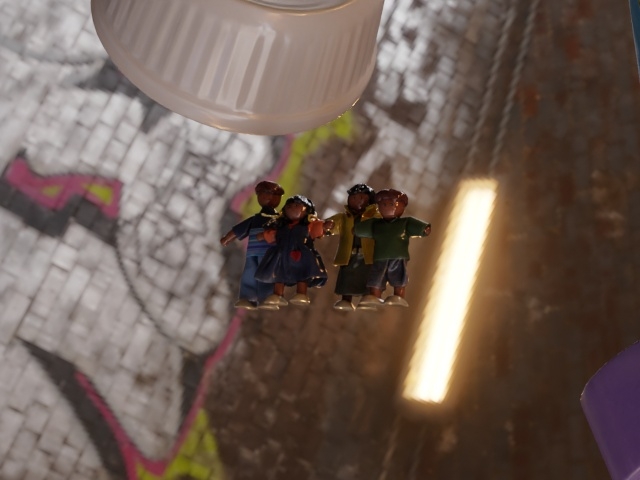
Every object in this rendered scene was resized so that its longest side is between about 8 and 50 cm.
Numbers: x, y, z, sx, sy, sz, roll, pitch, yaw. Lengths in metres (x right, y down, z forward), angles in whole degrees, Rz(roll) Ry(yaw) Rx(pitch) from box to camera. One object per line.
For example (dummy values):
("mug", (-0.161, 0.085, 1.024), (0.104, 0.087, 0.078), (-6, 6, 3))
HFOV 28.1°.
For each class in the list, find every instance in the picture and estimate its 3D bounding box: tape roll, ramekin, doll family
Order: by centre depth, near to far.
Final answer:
("tape roll", (0.295, 0.122, 0.945), (0.189, 0.189, 0.080), (-49, -132, 43))
("doll family", (0.000, 0.000, 1.045), (0.076, 0.193, 0.111), (34, 57, -72))
("ramekin", (-0.062, -0.235, 1.159), (0.127, 0.272, 0.273), (117, -8, -48))

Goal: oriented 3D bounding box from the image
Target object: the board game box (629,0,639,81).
("board game box", (0.403, -0.140, 1.207), (0.303, 0.097, 0.224), (-125, -157, -77))
